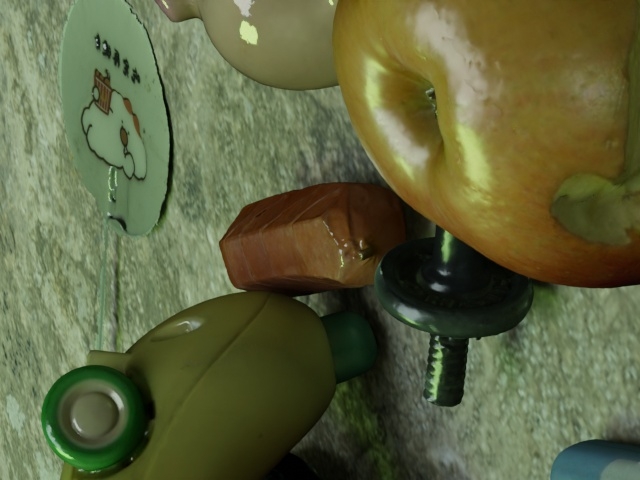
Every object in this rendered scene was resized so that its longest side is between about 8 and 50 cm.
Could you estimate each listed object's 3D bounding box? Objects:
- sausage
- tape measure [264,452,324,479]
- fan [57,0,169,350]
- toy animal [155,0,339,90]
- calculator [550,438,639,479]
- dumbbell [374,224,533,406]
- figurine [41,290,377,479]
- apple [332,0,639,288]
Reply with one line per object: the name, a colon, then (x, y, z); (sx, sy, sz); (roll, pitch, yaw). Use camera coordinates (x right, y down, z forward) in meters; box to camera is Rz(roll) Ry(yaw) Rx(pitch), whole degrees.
sausage: (0.000, -0.001, 1.107); (0.169, 0.065, 0.065); (-11, 93, 63)
tape measure: (-0.036, 0.230, 1.244); (0.181, 0.107, 0.182); (50, 146, 30)
fan: (-0.158, -0.034, 1.454); (0.191, 0.009, 0.329); (41, 134, 47)
toy animal: (-0.029, -0.184, 0.986); (0.154, 0.166, 0.250); (-37, 69, 15)
calculator: (0.170, 0.157, 0.883); (0.210, 0.039, 0.121); (3, 103, 63)
dumbbell: (0.071, -0.025, 0.941); (0.081, 0.081, 0.254); (44, 139, 47)
figurine: (-0.056, 0.187, 1.103); (0.124, 0.222, 0.324); (101, 177, -74)
apple: (0.099, -0.070, 0.759); (0.199, 0.199, 0.199); (37, 133, 52)
